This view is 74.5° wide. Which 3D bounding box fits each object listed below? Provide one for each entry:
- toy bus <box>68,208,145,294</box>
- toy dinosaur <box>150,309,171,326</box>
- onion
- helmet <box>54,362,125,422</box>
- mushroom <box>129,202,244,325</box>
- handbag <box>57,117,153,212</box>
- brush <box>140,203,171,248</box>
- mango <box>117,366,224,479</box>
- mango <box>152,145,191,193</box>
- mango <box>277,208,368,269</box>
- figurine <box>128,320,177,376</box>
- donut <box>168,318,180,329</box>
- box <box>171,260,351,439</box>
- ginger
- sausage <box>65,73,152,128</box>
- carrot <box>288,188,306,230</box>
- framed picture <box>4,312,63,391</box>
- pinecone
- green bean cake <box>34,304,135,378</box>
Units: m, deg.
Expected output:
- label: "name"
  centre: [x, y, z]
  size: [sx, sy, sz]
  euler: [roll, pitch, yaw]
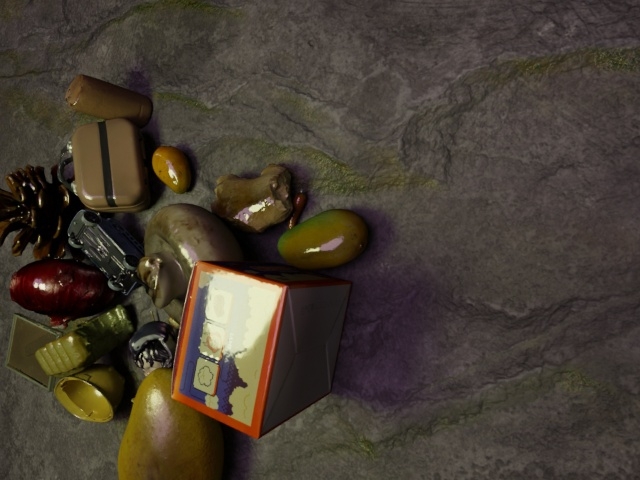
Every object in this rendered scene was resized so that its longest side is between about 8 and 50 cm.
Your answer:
- label: "toy bus"
  centre: [-0.675, 0.027, 1.376]
  size: [0.292, 0.133, 0.125]
  euler: [45, 112, 4]
- label: "toy dinosaur"
  centre: [-0.532, 0.326, 1.375]
  size: [0.162, 0.039, 0.126]
  euler: [37, 104, 25]
- label: "onion"
  centre: [-0.837, 0.171, 1.377]
  size: [0.313, 0.314, 0.233]
  euler: [-8, 68, 25]
- label: "helmet"
  centre: [-0.746, 0.490, 1.413]
  size: [0.256, 0.140, 0.205]
  euler: [-21, 110, 33]
- label: "mushroom"
  centre: [-0.380, 0.080, 1.154]
  size: [0.362, 0.294, 0.363]
  euler: [21, 121, 39]
- label: "handbag"
  centre: [-0.715, -0.236, 1.385]
  size: [0.282, 0.149, 0.302]
  euler: [-8, 82, -10]
- label: "brush"
  centre: [-0.595, 0.017, 1.436]
  size: [0.336, 0.020, 0.085]
  euler: [-46, 69, 16]
- label: "mango"
  centre: [-0.420, 0.569, 1.181]
  size: [0.301, 0.220, 0.446]
  euler: [-4, 93, 10]
- label: "mango"
  centre: [-0.475, -0.234, 1.357]
  size: [0.165, 0.089, 0.115]
  euler: [45, 107, 19]
- label: "mango"
  centre: [0.000, 0.000, 1.081]
  size: [0.250, 0.114, 0.157]
  euler: [-13, 63, 15]
- label: "figurine"
  centre: [-0.478, 0.350, 1.272]
  size: [0.145, 0.145, 0.222]
  euler: [-14, 114, 25]
- label: "donut"
  centre: [-0.392, 0.266, 1.295]
  size: [0.108, 0.065, 0.166]
  euler: [-48, 69, 15]
- label: "box"
  centre: [-0.127, 0.224, 1.013]
  size: [0.256, 0.348, 0.319]
  euler: [10, 92, 26]
- label: "ginger"
  centre: [-0.188, -0.125, 1.193]
  size: [0.275, 0.130, 0.221]
  euler: [23, 86, 27]
- label: "sausage"
  centre: [-0.703, -0.460, 1.395]
  size: [0.123, 0.252, 0.123]
  euler: [-1, 88, 31]
- label: "carrot"
  centre: [-0.069, -0.076, 1.181]
  size: [0.035, 0.035, 0.142]
  euler: [23, 102, 25]
- label: "framed picture"
  centre: [-1.146, 0.437, 1.675]
  size: [0.314, 0.024, 0.232]
  euler: [12, 92, 27]
- label: "pinecone"
  centre: [-0.962, -0.088, 1.434]
  size: [0.384, 0.384, 0.385]
  euler: [-2, 86, 26]
- label: "green bean cake"
  centre: [-0.756, 0.330, 1.373]
  size: [0.232, 0.236, 0.124]
  euler: [-24, 98, 25]
